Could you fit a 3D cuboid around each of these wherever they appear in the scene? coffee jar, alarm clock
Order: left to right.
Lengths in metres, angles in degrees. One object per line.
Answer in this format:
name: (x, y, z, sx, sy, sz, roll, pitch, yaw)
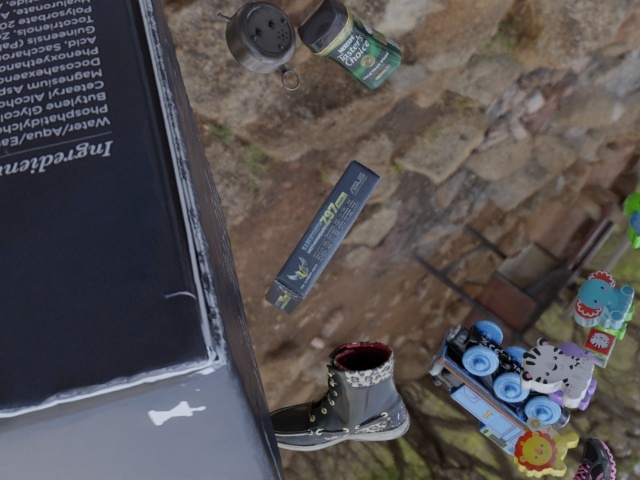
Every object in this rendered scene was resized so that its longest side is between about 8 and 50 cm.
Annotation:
alarm clock: (-0.097, -0.367, 1.500, 0.129, 0.192, 0.064, -41, -167, -33)
coffee jar: (0.051, -0.345, 1.404, 0.184, 0.079, 0.096, 24, 123, -40)

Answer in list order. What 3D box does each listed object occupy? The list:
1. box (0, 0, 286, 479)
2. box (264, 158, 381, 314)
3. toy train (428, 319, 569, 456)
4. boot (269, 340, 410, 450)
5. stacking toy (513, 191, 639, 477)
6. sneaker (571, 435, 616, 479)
box: (-0.220, 0.039, 0.687, 0.298, 0.471, 0.479, -16, 146, -6)
box: (0.000, 0.000, 1.283, 0.232, 0.059, 0.183, -58, -179, -15)
toy train: (0.214, 0.179, 0.979, 0.105, 0.184, 0.080, -48, -173, 33)
boot: (0.014, 0.239, 1.246, 0.085, 0.237, 0.178, -88, 170, -50)
stacking toy: (0.230, 0.083, 0.695, 0.221, 0.052, 0.167, -55, 152, -26)
sneaker: (0.337, 0.309, 1.013, 0.047, 0.057, 0.119, 164, -71, -74)
